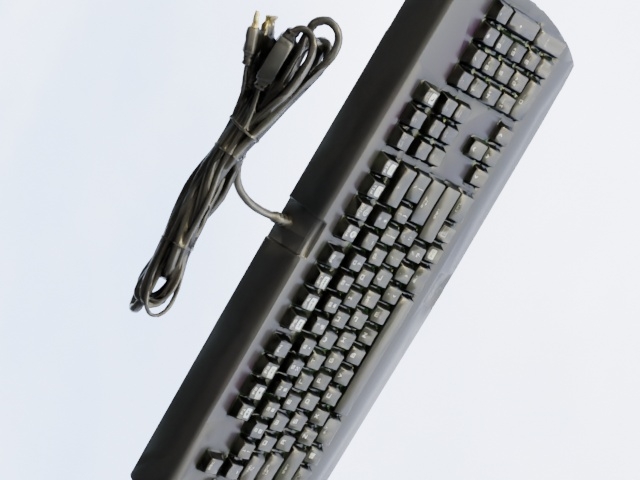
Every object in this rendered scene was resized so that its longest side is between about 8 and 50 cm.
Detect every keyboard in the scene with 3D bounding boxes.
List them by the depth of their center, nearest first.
[{"bbox_3d":[0.000,0.000,0.928,0.033,0.201,0.317,38,-79,48],"label":"keyboard"}]
